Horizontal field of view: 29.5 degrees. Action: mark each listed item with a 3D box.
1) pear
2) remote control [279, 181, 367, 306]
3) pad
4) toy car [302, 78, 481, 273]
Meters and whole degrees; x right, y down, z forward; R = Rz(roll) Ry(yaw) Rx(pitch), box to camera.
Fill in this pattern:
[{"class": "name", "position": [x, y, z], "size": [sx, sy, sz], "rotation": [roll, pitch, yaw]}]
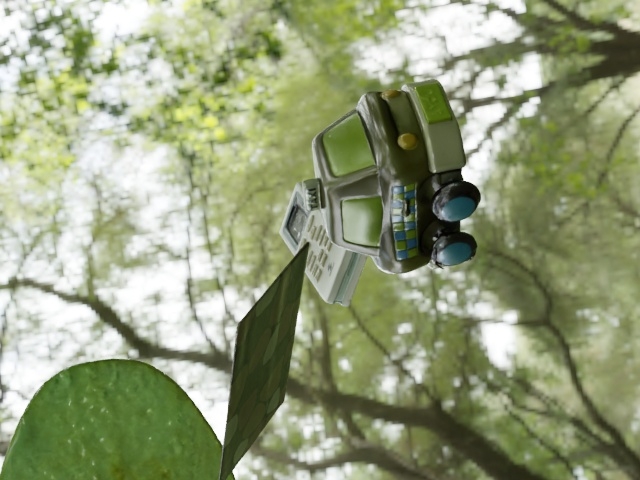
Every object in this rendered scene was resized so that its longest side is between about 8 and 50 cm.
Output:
[{"class": "pear", "position": [-0.268, 0.260, 1.492], "size": [0.139, 0.288, 0.239], "rotation": [-160, 55, -75]}, {"class": "remote control", "position": [0.000, 0.000, 2.005], "size": [0.103, 0.055, 0.277], "rotation": [-70, 25, 18]}, {"class": "pad", "position": [-0.059, 0.130, 1.253], "size": [0.158, 0.003, 0.235], "rotation": [-50, -24, -49]}, {"class": "toy car", "position": [0.076, -0.068, 1.492], "size": [0.248, 0.198, 0.204], "rotation": [83, 173, -49]}]
